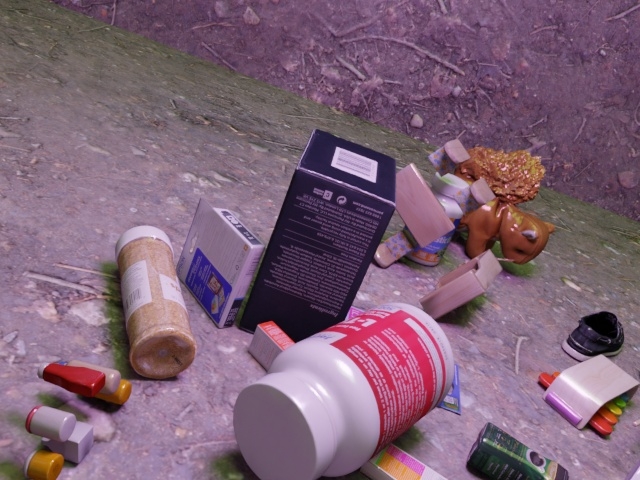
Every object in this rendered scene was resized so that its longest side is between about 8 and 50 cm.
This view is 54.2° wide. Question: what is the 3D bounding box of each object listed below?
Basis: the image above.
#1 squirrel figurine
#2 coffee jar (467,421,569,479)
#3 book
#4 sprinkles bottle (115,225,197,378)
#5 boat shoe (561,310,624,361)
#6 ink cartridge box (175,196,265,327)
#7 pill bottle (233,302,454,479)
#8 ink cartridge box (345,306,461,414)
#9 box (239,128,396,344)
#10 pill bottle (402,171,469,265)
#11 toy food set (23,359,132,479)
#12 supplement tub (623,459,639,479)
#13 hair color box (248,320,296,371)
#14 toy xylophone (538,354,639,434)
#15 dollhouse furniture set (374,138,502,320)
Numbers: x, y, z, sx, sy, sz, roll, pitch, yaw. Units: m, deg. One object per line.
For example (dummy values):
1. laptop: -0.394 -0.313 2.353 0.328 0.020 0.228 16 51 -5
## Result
1. squirrel figurine: 0.603 -0.115 2.105 0.370 0.397 0.281 29 20 35
2. coffee jar: 0.381 0.437 1.201 0.184 0.079 0.096 29 24 17
3. book: 0.151 0.417 1.114 0.144 0.035 0.096 30 23 16
4. sprinkles bottle: -0.331 0.110 1.233 0.121 0.121 0.355 8 29 -27
5. boat shoe: 0.837 0.265 1.866 0.339 0.113 0.127 -2 34 -42
6. ink cartridge box: -0.222 0.044 1.349 0.045 0.206 0.208 -1 33 -46
7. pill bottle: 0.050 0.264 1.099 0.229 0.229 0.407 36 29 27
8. ink cartridge box: 0.181 0.263 1.414 0.310 0.065 0.186 23 25 -1
9. box: 0.000 0.000 1.389 0.211 0.396 0.294 20 25 -3
10. pill bottle: 0.358 -0.070 1.962 0.152 0.272 0.152 17 26 -9
11. toy food set: -0.384 0.248 0.935 0.104 0.111 0.232 13 25 9
12. supplement tub: 0.671 0.529 1.118 0.272 0.191 0.191 37 29 29
13. hair color box: -0.079 0.233 1.247 0.043 0.072 0.141 -8 39 -47
14. toy xylophone: 0.707 0.387 1.557 0.322 0.081 0.236 2 32 -36
15. dollhouse furniture set: 0.307 -0.017 1.746 0.394 0.362 0.256 57 30 4
